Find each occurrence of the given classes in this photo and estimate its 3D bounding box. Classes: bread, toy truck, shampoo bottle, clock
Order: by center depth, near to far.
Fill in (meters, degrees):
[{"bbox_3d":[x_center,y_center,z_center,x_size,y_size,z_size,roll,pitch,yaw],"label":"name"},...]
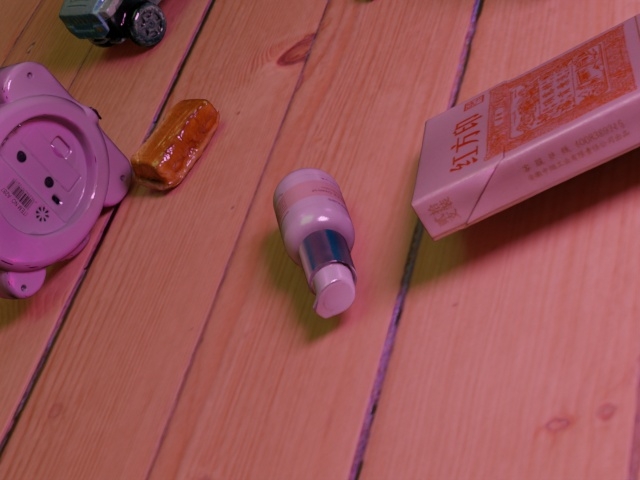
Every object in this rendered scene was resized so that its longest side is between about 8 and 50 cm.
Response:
[{"bbox_3d":[0.000,0.000,1.283,0.074,0.074,0.192,-33,33,10],"label":"shampoo bottle"},{"bbox_3d":[-0.364,-0.070,1.578,0.090,0.227,0.248,-3,46,45],"label":"clock"},{"bbox_3d":[-0.182,-0.122,1.621,0.074,0.053,0.132,5,54,42],"label":"bread"},{"bbox_3d":[-0.277,-0.417,1.963,0.155,0.156,0.279,9,56,49],"label":"toy truck"}]

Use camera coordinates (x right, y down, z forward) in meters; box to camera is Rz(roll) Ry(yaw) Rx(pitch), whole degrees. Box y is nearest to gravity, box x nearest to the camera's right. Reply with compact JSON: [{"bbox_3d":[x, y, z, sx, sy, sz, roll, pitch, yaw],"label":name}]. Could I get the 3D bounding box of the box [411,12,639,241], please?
[{"bbox_3d":[0.256,-0.133,1.170,0.365,0.051,0.205,-26,21,21],"label":"box"}]
